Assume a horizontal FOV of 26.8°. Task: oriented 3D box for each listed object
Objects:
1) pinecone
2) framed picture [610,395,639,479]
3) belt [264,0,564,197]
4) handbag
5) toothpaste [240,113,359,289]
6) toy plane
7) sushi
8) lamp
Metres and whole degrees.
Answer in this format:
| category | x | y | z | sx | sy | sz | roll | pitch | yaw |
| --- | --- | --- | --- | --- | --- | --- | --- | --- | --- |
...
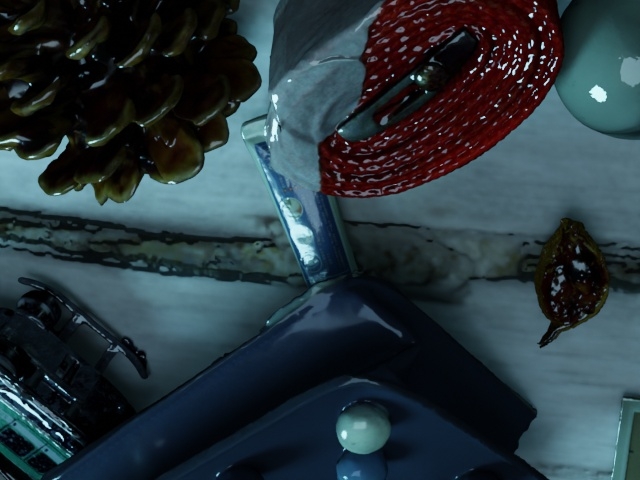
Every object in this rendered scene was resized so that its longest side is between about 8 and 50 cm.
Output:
| category | x | y | z | sx | sy | sz | roll | pitch | yaw |
| --- | --- | --- | --- | --- | --- | --- | --- | --- | --- |
| pinecone | -0.153 | -0.130 | 0.846 | 0.185 | 0.169 | 0.212 | -43 | 114 | 11 |
| framed picture | 0.284 | 0.199 | 0.992 | 0.141 | 0.011 | 0.183 | 5 | 116 | 10 |
| belt | 0.053 | -0.121 | 0.832 | 0.201 | 0.124 | 0.128 | -32 | 124 | 28 |
| handbag | -0.012 | 0.194 | 0.957 | 0.325 | 0.118 | 0.269 | -34 | 131 | 22 |
| toothpaste | 0.000 | 0.000 | 0.948 | 0.057 | 0.035 | 0.197 | -16 | 108 | 9 |
| toy plane | -0.271 | 0.093 | 1.017 | 0.381 | 0.106 | 0.155 | 40 | 128 | -13 |
| sushi | 0.171 | 0.027 | 0.915 | 0.050 | 0.047 | 0.099 | 1 | 116 | 8 |
| lamp | 0.191 | -0.111 | 0.813 | 0.105 | 0.105 | 0.105 | 5 | 115 | 10 |
